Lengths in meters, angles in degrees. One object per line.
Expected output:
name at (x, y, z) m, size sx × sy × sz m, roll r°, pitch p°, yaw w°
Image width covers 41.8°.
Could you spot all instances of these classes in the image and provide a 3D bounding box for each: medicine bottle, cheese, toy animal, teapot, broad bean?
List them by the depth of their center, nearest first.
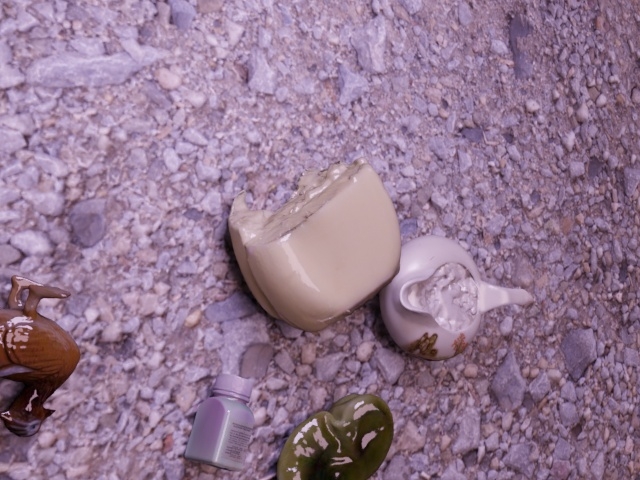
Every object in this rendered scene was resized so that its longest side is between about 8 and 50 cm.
toy animal at (-0.354, 0.129, 0.928) m, size 0.188 × 0.089 × 0.179 m, roll 16°, pitch 90°, yaw -44°
medicine bottle at (-0.127, 0.239, 1.105) m, size 0.055 × 0.074 × 0.118 m, roll 27°, pitch 67°, yaw -35°
cheese at (0.000, 0.000, 1.212) m, size 0.266 × 0.127 × 0.233 m, roll -37°, pitch 105°, yaw -40°
broad bean at (0.021, 0.316, 1.237) m, size 0.206 × 0.072 × 0.153 m, roll -42°, pitch 109°, yaw -23°
teapot at (0.199, 0.091, 1.361) m, size 0.298 × 0.139 × 0.204 m, roll -3°, pitch 84°, yaw -40°
